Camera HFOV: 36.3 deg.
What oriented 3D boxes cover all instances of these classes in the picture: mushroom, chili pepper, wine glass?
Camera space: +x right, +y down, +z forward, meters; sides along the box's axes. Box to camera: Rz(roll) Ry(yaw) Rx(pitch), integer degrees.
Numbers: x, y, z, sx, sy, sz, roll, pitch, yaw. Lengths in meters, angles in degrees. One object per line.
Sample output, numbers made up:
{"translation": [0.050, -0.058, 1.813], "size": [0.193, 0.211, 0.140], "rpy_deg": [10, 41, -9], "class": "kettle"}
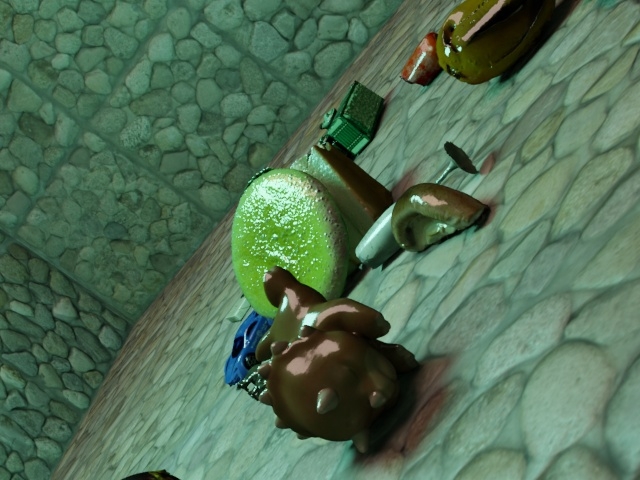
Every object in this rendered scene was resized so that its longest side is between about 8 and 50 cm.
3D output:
{"translation": [0.165, -0.042, 1.439], "size": [0.072, 0.094, 0.210], "rpy_deg": [-61, 9, -21], "class": "mushroom"}
{"translation": [0.259, -0.430, 2.229], "size": [0.192, 0.084, 0.086], "rpy_deg": [-53, 27, 25], "class": "chili pepper"}
{"translation": [0.146, -0.047, 1.578], "size": [0.262, 0.074, 0.074], "rpy_deg": [-48, 12, 32], "class": "wine glass"}

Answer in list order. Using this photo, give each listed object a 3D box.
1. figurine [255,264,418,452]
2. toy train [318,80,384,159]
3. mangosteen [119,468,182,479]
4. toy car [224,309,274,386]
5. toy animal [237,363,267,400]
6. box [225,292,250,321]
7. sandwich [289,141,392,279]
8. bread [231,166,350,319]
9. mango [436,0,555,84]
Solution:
{"translation": [-0.007, 0.163, 1.233], "size": [0.247, 0.177, 0.173], "rpy_deg": [27, 67, 34], "class": "figurine"}
{"translation": [0.067, -0.297, 2.515], "size": [0.154, 0.115, 0.269], "rpy_deg": [-52, 9, 34], "class": "toy train"}
{"translation": [-0.246, 0.449, 1.422], "size": [0.192, 0.192, 0.217], "rpy_deg": [-52, 35, 4], "class": "mangosteen"}
{"translation": [-0.139, 0.199, 1.987], "size": [0.216, 0.063, 0.103], "rpy_deg": [-59, 13, -27], "class": "toy car"}
{"translation": [-0.109, 0.252, 1.753], "size": [0.065, 0.047, 0.135], "rpy_deg": [-47, 5, -10], "class": "toy animal"}
{"translation": [-0.173, 0.128, 2.433], "size": [0.167, 0.024, 0.090], "rpy_deg": [-57, 12, -17], "class": "box"}
{"translation": [0.012, -0.064, 1.825], "size": [0.155, 0.198, 0.227], "rpy_deg": [-49, 12, 18], "class": "sandwich"}
{"translation": [-0.065, 0.009, 1.782], "size": [0.045, 0.301, 0.301], "rpy_deg": [-6, -32, -48], "class": "bread"}
{"translation": [0.313, -0.385, 1.719], "size": [0.249, 0.156, 0.151], "rpy_deg": [-49, -24, 14], "class": "mango"}
